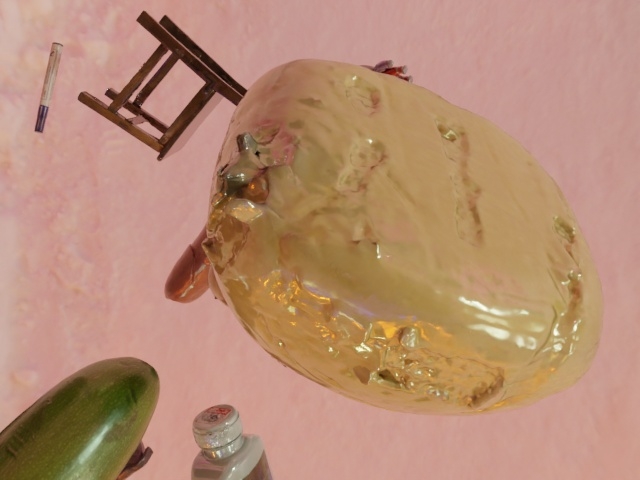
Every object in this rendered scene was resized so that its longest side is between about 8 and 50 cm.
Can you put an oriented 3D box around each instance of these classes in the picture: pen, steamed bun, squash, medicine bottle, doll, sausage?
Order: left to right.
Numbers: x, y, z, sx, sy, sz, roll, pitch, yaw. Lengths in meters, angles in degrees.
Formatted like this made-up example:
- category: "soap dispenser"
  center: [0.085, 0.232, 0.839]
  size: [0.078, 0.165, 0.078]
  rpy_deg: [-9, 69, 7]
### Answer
- category: "squash"
  center: [-0.209, 0.189, 0.406]
  size: [0.082, 0.082, 0.292]
  rpy_deg: [35, 62, 4]
- category: "pen"
  center: [-0.607, -0.339, 1.436]
  size: [0.025, 0.025, 0.204]
  rpy_deg: [13, 90, 7]
- category: "medicine bottle"
  center: [-0.117, 0.343, 0.898]
  size: [0.083, 0.121, 0.228]
  rpy_deg: [-4, 108, 28]
- category: "sausage"
  center: [-0.144, -0.038, 1.109]
  size: [0.088, 0.088, 0.433]
  rpy_deg: [41, 114, 3]
- category: "doll"
  center: [0.116, -0.383, 1.553]
  size: [0.228, 0.102, 0.075]
  rpy_deg: [1, 51, 37]
- category: "steamed bun"
  center: [0.042, 0.010, 0.437]
  size: [0.273, 0.231, 0.166]
  rpy_deg: [17, 133, -20]

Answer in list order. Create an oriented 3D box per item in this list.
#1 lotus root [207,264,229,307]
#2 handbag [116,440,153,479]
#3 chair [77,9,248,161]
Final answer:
- category: "lotus root"
  center: [-0.096, 0.052, 0.964]
  size: [0.221, 0.125, 0.118]
  rpy_deg: [-19, 56, 36]
- category: "handbag"
  center: [-0.533, 0.543, 1.485]
  size: [0.332, 0.191, 0.075]
  rpy_deg: [-35, 115, -5]
- category: "chair"
  center: [-0.270, -0.268, 1.424]
  size: [0.416, 0.203, 0.240]
  rpy_deg: [41, 102, -9]
